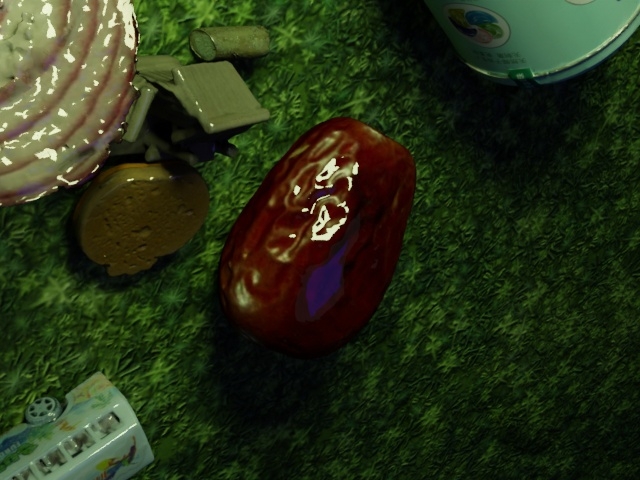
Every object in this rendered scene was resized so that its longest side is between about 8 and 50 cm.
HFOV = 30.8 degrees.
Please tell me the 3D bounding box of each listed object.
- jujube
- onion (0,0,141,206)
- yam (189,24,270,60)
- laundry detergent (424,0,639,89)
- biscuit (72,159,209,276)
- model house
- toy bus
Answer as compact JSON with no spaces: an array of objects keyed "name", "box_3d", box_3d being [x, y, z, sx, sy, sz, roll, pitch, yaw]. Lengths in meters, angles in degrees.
[{"name":"jujube","box_3d":[0.000,0.000,1.518,0.223,0.223,0.318,29,88,-48]},{"name":"onion","box_3d":[-0.329,-0.162,1.090,0.314,0.146,0.280,-18,92,-18]},{"name":"yam","box_3d":[-0.106,-0.234,1.376,0.094,0.043,0.043,-12,124,-37]},{"name":"laundry detergent","box_3d":[0.251,-0.363,1.432,0.287,0.287,0.305,-50,137,-4]},{"name":"biscuit","box_3d":[-0.220,-0.031,1.397,0.170,0.050,0.170,-21,141,-18]},{"name":"model house","box_3d":[-0.173,-0.141,1.292,0.229,0.188,0.122,-7,105,-39]},{"name":"toy bus","box_3d":[-0.369,0.303,1.424,0.329,0.136,0.109,-33,132,-23]}]
